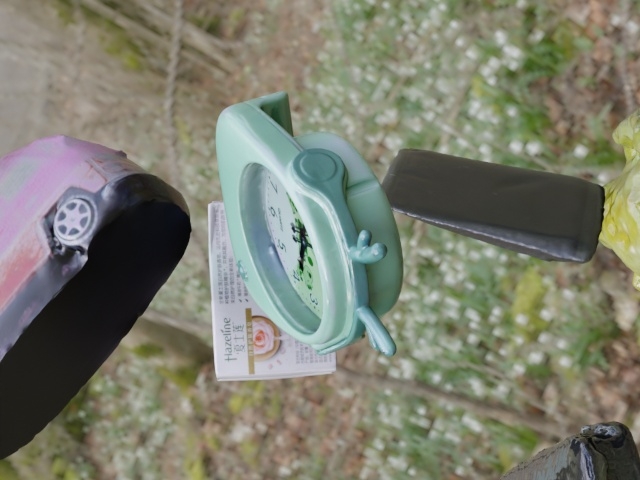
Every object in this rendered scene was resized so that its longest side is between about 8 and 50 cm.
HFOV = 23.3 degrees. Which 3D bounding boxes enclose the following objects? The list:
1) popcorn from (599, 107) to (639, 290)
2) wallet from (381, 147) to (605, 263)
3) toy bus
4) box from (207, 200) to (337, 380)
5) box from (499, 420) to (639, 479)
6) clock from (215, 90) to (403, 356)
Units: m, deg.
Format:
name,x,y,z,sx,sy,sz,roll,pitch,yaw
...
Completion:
name,x,y,z,sx,sy,sz,roll,pitch,yaw
popcorn,0.482,-0.061,1.898,0.312,0.312,0.312,-33,44,38
wallet,0.189,-0.040,1.710,0.168,0.245,0.052,-59,-19,-60
toy bus,-0.252,0.047,1.320,0.147,0.127,0.302,38,91,31
box,-0.055,0.055,1.722,0.081,0.135,0.199,101,166,-80
box,0.231,0.359,1.395,0.359,0.091,0.350,115,153,-71
clock,0.000,0.000,1.062,0.211,0.066,0.159,41,145,51
